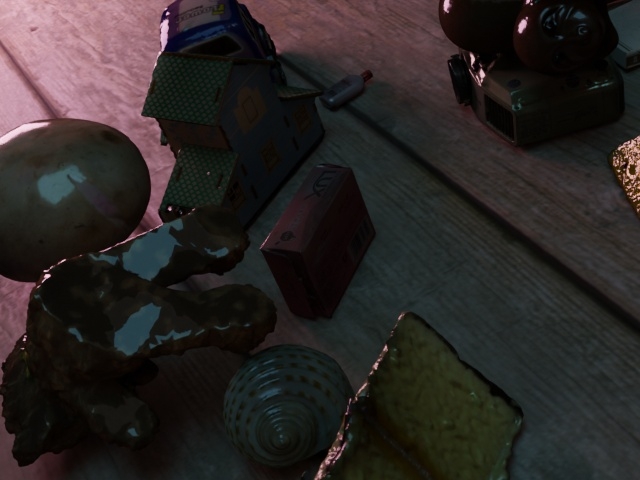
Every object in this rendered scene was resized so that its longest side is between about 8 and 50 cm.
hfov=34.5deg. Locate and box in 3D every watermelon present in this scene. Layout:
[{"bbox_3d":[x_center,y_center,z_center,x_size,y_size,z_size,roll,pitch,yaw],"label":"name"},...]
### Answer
[{"bbox_3d":[0.381,-0.068,1.123,0.092,0.075,0.181,-19,41,9],"label":"watermelon"}]

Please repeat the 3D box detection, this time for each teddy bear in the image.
[{"bbox_3d":[-0.204,0.117,1.108,0.296,0.222,0.246,-12,51,-13],"label":"teddy bear"}]

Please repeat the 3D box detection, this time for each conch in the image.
[{"bbox_3d":[-0.031,0.157,1.044,0.135,0.102,0.153,-2,42,-1],"label":"conch"}]

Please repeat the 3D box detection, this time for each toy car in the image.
[{"bbox_3d":[-0.161,-0.292,1.548,0.172,0.158,0.235,-20,39,3],"label":"toy car"}]

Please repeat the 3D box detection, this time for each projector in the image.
[{"bbox_3d":[0.267,-0.239,1.353,0.193,0.088,0.269,-16,41,3],"label":"projector"}]

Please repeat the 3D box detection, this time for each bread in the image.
[{"bbox_3d":[0.073,0.212,0.923,0.178,0.142,0.266,34,54,-1],"label":"bread"}]

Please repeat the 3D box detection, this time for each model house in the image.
[{"bbox_3d":[-0.136,-0.158,1.351,0.178,0.206,0.271,16,54,36],"label":"model house"}]

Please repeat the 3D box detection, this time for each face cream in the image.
[{"bbox_3d":[0.039,-0.220,1.485,0.083,0.021,0.040,-34,42,-14],"label":"face cream"}]

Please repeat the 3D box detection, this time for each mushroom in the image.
[{"bbox_3d":[-0.335,-0.056,1.346,0.254,0.184,0.255,-12,38,9],"label":"mushroom"}]

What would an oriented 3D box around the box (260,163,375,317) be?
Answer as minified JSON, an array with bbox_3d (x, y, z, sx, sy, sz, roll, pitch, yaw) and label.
[{"bbox_3d":[0.000,0.000,1.191,0.060,0.111,0.156,5,45,29],"label":"box"}]

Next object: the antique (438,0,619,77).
[{"bbox_3d":[0.246,-0.272,1.241,0.143,0.121,0.257,-35,43,-13],"label":"antique"}]

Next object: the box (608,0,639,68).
[{"bbox_3d":[0.464,-0.298,1.377,0.198,0.029,0.109,-25,40,-5],"label":"box"}]

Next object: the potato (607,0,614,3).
[{"bbox_3d":[0.444,-0.494,1.452,0.255,0.112,0.269,-17,74,5],"label":"potato"}]
